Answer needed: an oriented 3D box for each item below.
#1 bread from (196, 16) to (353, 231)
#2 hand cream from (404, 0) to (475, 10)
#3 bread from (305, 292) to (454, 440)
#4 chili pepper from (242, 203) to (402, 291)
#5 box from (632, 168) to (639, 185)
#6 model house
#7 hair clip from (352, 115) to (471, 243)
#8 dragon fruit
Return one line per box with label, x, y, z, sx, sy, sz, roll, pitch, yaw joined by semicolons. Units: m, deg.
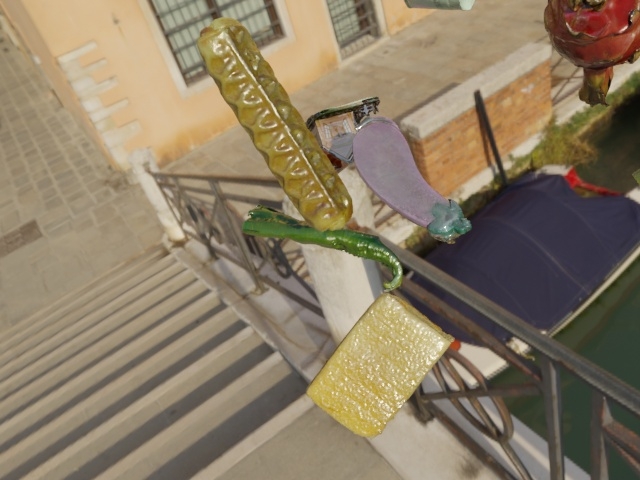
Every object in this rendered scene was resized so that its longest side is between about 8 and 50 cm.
bread;-0.064;-0.169;0.865;0.077;0.367;0.084;-17;21;48
hand cream;0.236;-0.518;1.187;0.050;0.078;0.205;-52;41;-5
bread;0.121;0.257;1.162;0.185;0.114;0.275;37;96;9
chili pepper;0.001;0.000;1.106;0.359;0.076;0.085;19;49;29
box;0.868;-0.090;1.270;0.173;0.043;0.311;-45;44;36
model house;0.061;-0.269;1.552;0.207;0.154;0.294;-17;0;-15
hair clip;0.170;-0.125;1.165;0.095;0.110;0.359;-2;50;-52
dragon fruit;0.352;-0.253;0.716;0.125;0.246;0.125;-47;51;-8
